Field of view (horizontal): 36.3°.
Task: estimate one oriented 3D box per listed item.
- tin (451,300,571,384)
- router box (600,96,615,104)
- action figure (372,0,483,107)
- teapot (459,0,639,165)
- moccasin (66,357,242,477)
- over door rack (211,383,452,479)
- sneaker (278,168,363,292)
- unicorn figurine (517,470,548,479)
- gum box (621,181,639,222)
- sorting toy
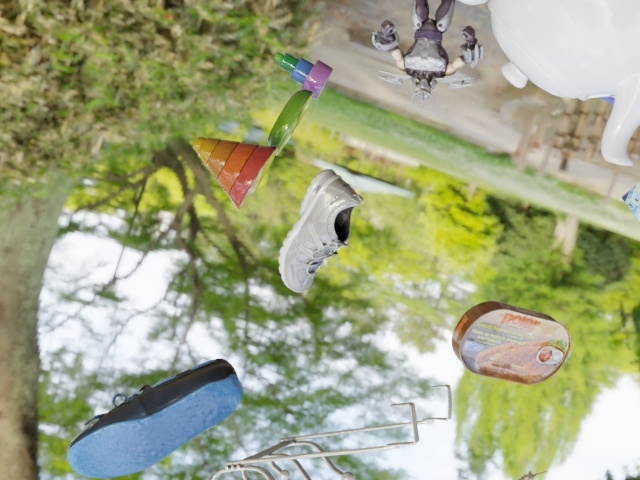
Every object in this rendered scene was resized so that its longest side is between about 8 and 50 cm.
[{"bbox_3d":[0.270,0.144,1.377,0.190,0.106,0.040,16,-159,-28],"label":"tin"},{"bbox_3d":[0.538,-0.302,1.360,0.336,0.301,0.082,27,172,7],"label":"router box"},{"bbox_3d":[0.182,-0.364,1.628,0.186,0.284,0.099,7,-176,3],"label":"action figure"},{"bbox_3d":[0.266,-0.245,1.050,0.252,0.187,0.256,37,-156,-20],"label":"teapot"},{"bbox_3d":[-0.299,0.329,1.795,0.342,0.137,0.117,-22,-152,0],"label":"moccasin"},{"bbox_3d":[0.032,0.318,1.432,0.324,0.108,0.239,-22,172,17],"label":"over door rack"},{"bbox_3d":[0.000,0.000,1.978,0.115,0.281,0.105,35,-146,24],"label":"sneaker"},{"bbox_3d":[0.443,0.585,2.210,0.060,0.161,0.111,27,-174,24],"label":"unicorn figurine"},{"bbox_3d":[0.738,-0.062,2.019,0.041,0.157,0.184,-19,-109,-39],"label":"gum box"},{"bbox_3d":[-0.103,-0.213,1.665,0.126,0.365,0.127,30,141,-1],"label":"sorting toy"}]
